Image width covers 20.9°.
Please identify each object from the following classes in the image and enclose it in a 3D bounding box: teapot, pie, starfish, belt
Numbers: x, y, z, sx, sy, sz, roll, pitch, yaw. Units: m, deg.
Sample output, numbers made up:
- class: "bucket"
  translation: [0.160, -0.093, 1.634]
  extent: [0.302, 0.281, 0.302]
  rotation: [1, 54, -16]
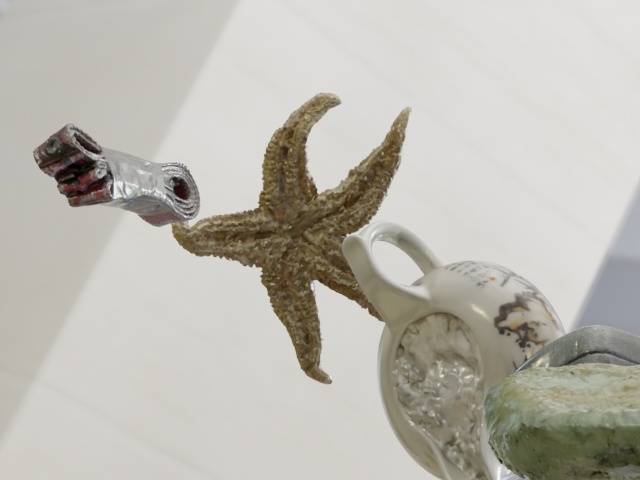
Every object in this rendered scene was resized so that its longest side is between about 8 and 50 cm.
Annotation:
- class: "teapot"
  translation: [0.123, 0.111, 1.617]
  extent: [0.299, 0.166, 0.208]
  rotation: [55, -41, 17]
- class: "pie"
  translation: [0.155, 0.067, 0.682]
  extent: [0.187, 0.041, 0.187]
  rotation: [-7, 2, 0]
- class: "starfish"
  translation: [-0.001, 0.000, 1.912]
  extent: [0.302, 0.299, 0.060]
  rotation: [68, -11, -9]
- class: "belt"
  translation: [-0.188, -0.054, 1.665]
  extent: [0.053, 0.071, 0.232]
  rotation: [-18, -16, 23]

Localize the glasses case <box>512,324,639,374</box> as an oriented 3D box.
- class: "glasses case"
  translation: [0.297, 0.163, 1.378]
  extent: [0.323, 0.074, 0.131]
  rotation: [22, -44, -25]
